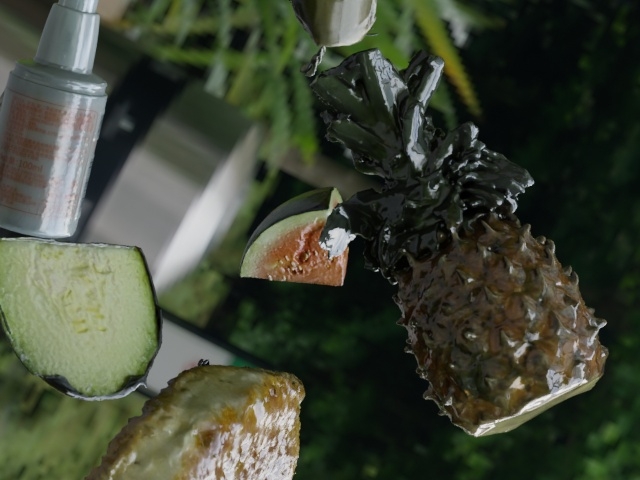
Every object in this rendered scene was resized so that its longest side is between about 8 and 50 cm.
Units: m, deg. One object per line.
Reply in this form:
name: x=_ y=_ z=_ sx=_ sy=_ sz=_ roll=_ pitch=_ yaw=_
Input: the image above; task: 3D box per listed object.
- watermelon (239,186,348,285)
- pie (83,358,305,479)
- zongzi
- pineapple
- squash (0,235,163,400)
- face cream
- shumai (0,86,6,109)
watermelon: x=0.000 y=0.000 z=1.813 sx=0.125 sy=0.094 sz=0.135 roll=-44 pitch=167 yaw=32
pie: x=-0.105 y=0.220 z=1.501 sx=0.315 sy=0.092 sz=0.315 roll=-52 pitch=160 yaw=-28
zongzi: x=-0.004 y=-0.258 z=1.599 sx=0.189 sy=0.081 sz=0.178 roll=89 pitch=-15 yaw=-56
pineapple: x=0.091 y=-0.003 z=1.476 sx=0.170 sy=0.310 sz=0.141 roll=-26 pitch=166 yaw=1
squash: x=-0.264 y=0.095 z=2.002 sx=0.085 sy=0.192 sz=0.184 roll=-43 pitch=-128 yaw=47
face cream: x=-0.262 y=-0.134 z=1.896 sx=0.101 sy=0.101 sz=0.251 roll=-54 pitch=158 yaw=-79
shumai: x=-0.403 y=-0.118 z=2.408 sx=0.161 sy=0.153 sz=0.209 roll=-58 pitch=-140 yaw=44
